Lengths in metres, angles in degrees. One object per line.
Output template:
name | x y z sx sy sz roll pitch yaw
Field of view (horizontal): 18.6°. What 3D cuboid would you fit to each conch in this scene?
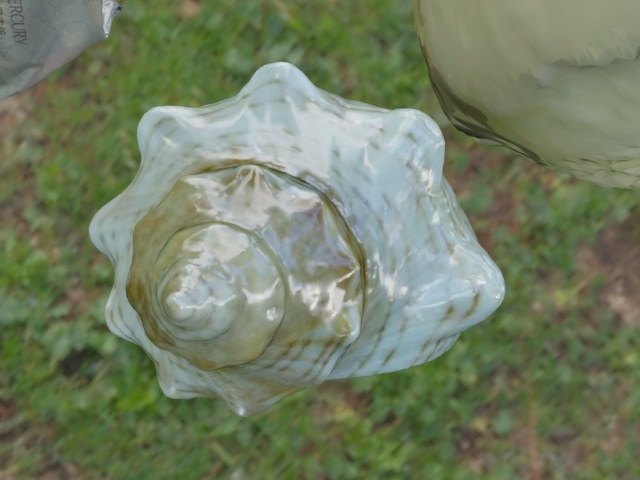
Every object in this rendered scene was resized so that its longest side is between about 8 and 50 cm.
conch | 0.005 -0.010 1.041 0.203 0.170 0.386 34 31 11

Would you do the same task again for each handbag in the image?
handbag | -0.258 -0.250 1.784 0.182 0.270 0.117 -35 60 -26

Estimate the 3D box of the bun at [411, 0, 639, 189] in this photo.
bun | 0.200 -0.126 0.500 0.364 0.364 0.202 -5 87 -36
